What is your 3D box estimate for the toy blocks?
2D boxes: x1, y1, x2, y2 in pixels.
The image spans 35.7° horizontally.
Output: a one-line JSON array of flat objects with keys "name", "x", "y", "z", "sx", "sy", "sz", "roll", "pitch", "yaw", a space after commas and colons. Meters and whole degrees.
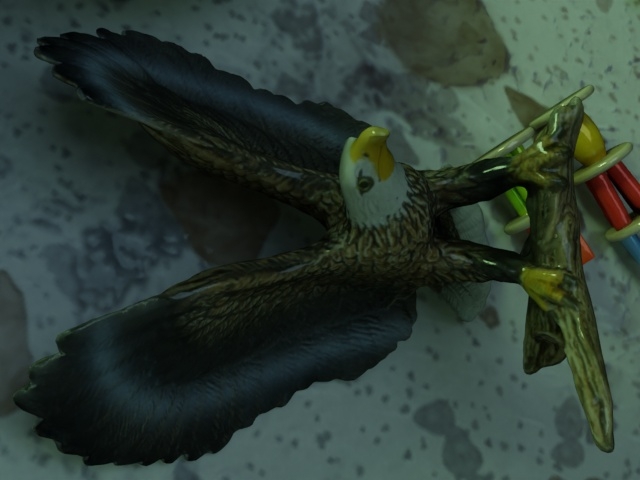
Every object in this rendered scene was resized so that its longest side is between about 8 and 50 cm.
[{"name": "toy blocks", "x": 0.187, "y": -0.020, "z": 0.697, "sx": 0.123, "sy": 0.054, "sz": 0.148, "roll": -35, "pitch": 92, "yaw": -28}]

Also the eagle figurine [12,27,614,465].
[{"name": "eagle figurine", "x": -0.001, "y": -0.007, "z": 0.555, "sx": 0.299, "sy": 0.225, "sz": 0.226, "roll": -3, "pitch": 36, "yaw": 2}]
